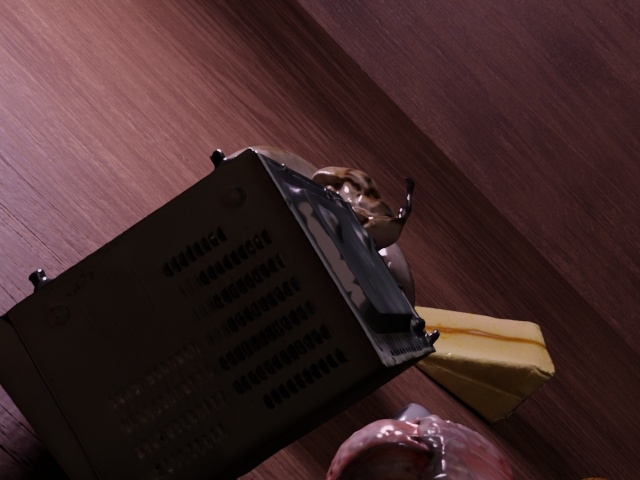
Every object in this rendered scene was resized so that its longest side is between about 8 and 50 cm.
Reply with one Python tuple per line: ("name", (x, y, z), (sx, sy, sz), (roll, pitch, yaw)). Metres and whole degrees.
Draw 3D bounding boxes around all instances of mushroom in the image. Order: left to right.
("mushroom", (0.000, 0.000, 1.628), (0.362, 0.294, 0.362), (40, 21, -19))

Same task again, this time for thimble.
("thimble", (0.113, 0.322, 1.280), (0.239, 0.239, 0.162), (42, 20, -14))

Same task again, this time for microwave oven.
("microwave oven", (-0.091, 0.091, 1.129), (0.247, 0.333, 0.394), (56, 7, 10))

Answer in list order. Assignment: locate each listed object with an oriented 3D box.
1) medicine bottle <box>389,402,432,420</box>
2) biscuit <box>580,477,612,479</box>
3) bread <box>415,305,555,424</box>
("medicine bottle", (0.149, 0.333, 1.515), (0.215, 0.135, 0.135), (48, 18, 4))
("biscuit", (0.432, 0.470, 1.743), (0.066, 0.220, 0.220), (8, 36, -26))
("bread", (0.275, 0.182, 2.080), (0.264, 0.163, 0.167), (38, 21, -23))
